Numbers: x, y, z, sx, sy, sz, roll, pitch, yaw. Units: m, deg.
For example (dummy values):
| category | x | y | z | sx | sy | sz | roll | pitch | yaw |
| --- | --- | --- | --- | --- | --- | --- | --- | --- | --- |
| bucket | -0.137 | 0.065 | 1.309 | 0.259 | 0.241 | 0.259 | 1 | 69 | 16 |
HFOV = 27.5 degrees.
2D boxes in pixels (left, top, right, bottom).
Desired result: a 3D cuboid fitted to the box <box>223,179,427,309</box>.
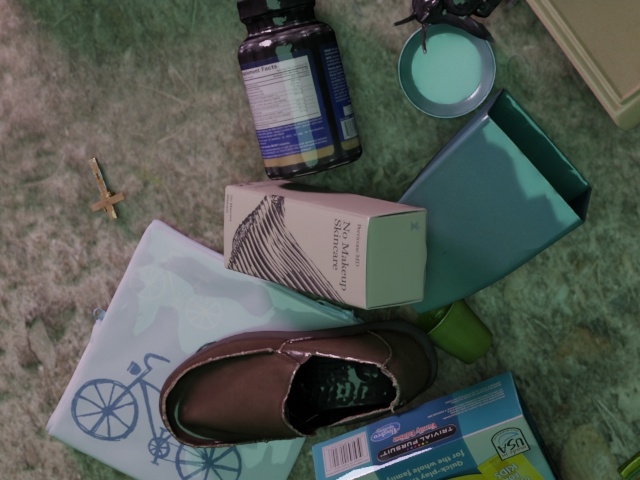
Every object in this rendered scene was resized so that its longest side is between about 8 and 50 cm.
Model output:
| category | x | y | z | sx | sy | sz | roll | pitch | yaw |
| --- | --- | --- | --- | --- | --- | --- | --- | --- | --- |
| box | 0.000 | 0.000 | 1.547 | 0.275 | 0.094 | 0.113 | 12 | 105 | 50 |

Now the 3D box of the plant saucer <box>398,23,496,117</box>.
| category | x | y | z | sx | sy | sz | roll | pitch | yaw |
| --- | --- | --- | --- | --- | --- | --- | --- | --- | --- |
| plant saucer | 0.155 | -0.210 | 1.606 | 0.119 | 0.021 | 0.119 | 1 | 100 | 7 |

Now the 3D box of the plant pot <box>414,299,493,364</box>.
| category | x | y | z | sx | sy | sz | roll | pitch | yaw |
| --- | --- | --- | --- | --- | --- | --- | --- | --- | --- |
| plant pot | 0.172 | 0.113 | 1.639 | 0.079 | 0.083 | 0.083 | 40 | 103 | -13 |

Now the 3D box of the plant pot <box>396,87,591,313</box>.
| category | x | y | z | sx | sy | sz | roll | pitch | yaw |
| --- | --- | --- | --- | --- | --- | --- | --- | --- | --- |
| plant pot | 0.177 | -0.033 | 1.570 | 0.234 | 0.166 | 0.165 | -41 | 93 | 22 |

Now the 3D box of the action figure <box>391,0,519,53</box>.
| category | x | y | z | sx | sy | sz | roll | pitch | yaw |
| --- | --- | --- | --- | --- | --- | --- | --- | --- | --- |
| action figure | 0.178 | -0.334 | 1.524 | 0.164 | 0.141 | 0.276 | 39 | 87 | -3 |

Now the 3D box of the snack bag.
| category | x | y | z | sx | sy | sz | roll | pitch | yaw |
| --- | --- | --- | --- | --- | --- | --- | --- | --- | --- |
| snack bag | -0.155 | 0.177 | 1.710 | 0.323 | 0.037 | 0.343 | 26 | 101 | 1 |

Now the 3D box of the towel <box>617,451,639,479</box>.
| category | x | y | z | sx | sy | sz | roll | pitch | yaw |
| --- | --- | --- | --- | --- | --- | --- | --- | --- | --- |
| towel | 0.492 | 0.350 | 1.665 | 0.102 | 0.021 | 0.237 | -41 | 93 | 13 |

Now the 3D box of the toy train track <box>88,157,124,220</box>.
| category | x | y | z | sx | sy | sz | roll | pitch | yaw |
| --- | --- | --- | --- | --- | --- | --- | --- | --- | --- |
| toy train track | -0.279 | -0.067 | 1.693 | 0.048 | 0.014 | 0.083 | -20 | 91 | 18 |

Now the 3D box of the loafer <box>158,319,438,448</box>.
| category | x | y | z | sx | sy | sz | roll | pitch | yaw |
| --- | --- | --- | --- | --- | --- | --- | --- | --- | --- |
| loafer | -0.044 | 0.177 | 1.600 | 0.365 | 0.130 | 0.134 | -17 | 97 | 18 |

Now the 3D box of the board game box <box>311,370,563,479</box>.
| category | x | y | z | sx | sy | sz | roll | pitch | yaw |
| --- | --- | --- | --- | --- | --- | --- | --- | --- | --- |
| board game box | 0.175 | 0.335 | 1.595 | 0.253 | 0.079 | 0.336 | -22 | 126 | 11 |

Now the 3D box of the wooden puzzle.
| category | x | y | z | sx | sy | sz | roll | pitch | yaw |
| --- | --- | --- | --- | --- | --- | --- | --- | --- | --- |
| wooden puzzle | 0.362 | -0.278 | 1.471 | 0.221 | 0.044 | 0.239 | -37 | 98 | 4 |

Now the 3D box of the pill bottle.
| category | x | y | z | sx | sy | sz | roll | pitch | yaw |
| --- | --- | --- | --- | --- | --- | --- | --- | --- | --- |
| pill bottle | -0.030 | -0.191 | 1.582 | 0.122 | 0.123 | 0.219 | -12 | 98 | 9 |
